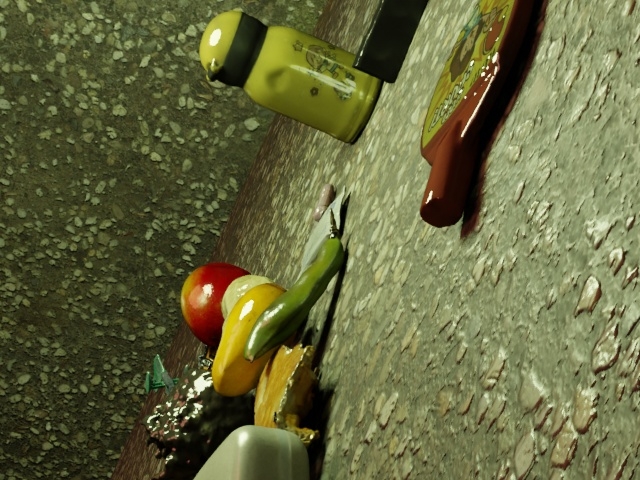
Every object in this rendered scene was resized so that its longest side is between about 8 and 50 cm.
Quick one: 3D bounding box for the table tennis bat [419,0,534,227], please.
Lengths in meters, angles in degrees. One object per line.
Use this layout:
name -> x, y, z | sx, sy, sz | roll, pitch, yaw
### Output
table tennis bat -> 0.193, -0.186, 1.440 | 0.268, 0.051, 0.415 | -54, 15, 53

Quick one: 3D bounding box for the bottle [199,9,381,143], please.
bottle -> -0.065, -0.333, 2.186 | 0.171, 0.351, 0.172 | -157, 90, -79

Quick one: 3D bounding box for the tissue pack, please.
tissue pack -> 0.000, 0.000, 2.070 | 0.123, 0.026, 0.193 | -77, 14, -45

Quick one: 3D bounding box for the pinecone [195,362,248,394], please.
pinecone -> -0.211, 0.303, 2.185 | 0.140, 0.121, 0.140 | -37, -22, -18

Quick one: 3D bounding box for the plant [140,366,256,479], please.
plant -> -0.210, 0.347, 1.959 | 0.234, 0.204, 0.178 | -61, 22, -13

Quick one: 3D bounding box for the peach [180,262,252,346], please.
peach -> -0.218, 0.146, 2.458 | 0.197, 0.197, 0.197 | -158, 90, -80

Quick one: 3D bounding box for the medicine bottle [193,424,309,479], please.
medicine bottle -> -0.124, 0.423, 1.500 | 0.375, 0.123, 0.282 | 122, 156, -47

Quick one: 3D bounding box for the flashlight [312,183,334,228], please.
flashlight -> 0.010, -0.069, 2.155 | 0.110, 0.031, 0.052 | -72, 8, -47

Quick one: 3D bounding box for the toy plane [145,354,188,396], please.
toy plane -> -0.288, 0.362, 2.344 | 0.382, 0.106, 0.155 | 51, 138, 46

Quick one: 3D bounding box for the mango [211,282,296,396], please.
mango -> -0.115, 0.170, 1.876 | 0.219, 0.112, 0.145 | -57, -20, -28

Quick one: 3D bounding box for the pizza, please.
pizza -> -0.049, 0.243, 1.685 | 0.365, 0.073, 0.182 | 165, 125, -80

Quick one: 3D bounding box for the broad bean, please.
broad bean -> -0.029, 0.082, 1.824 | 0.325, 0.075, 0.067 | -52, -36, -34

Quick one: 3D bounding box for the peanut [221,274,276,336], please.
peanut -> -0.128, 0.152, 2.157 | 0.298, 0.120, 0.136 | -100, 29, -67

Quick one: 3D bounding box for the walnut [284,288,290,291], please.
walnut -> -0.067, 0.129, 1.999 | 0.092, 0.092, 0.092 | -158, 90, -80

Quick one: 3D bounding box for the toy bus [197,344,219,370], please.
toy bus -> -0.231, 0.277, 2.493 | 0.194, 0.088, 0.083 | -85, 13, -64

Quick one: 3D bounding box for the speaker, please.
speaker -> 0.136, -0.405, 2.065 | 0.044, 0.082, 0.218 | -161, 92, -80
